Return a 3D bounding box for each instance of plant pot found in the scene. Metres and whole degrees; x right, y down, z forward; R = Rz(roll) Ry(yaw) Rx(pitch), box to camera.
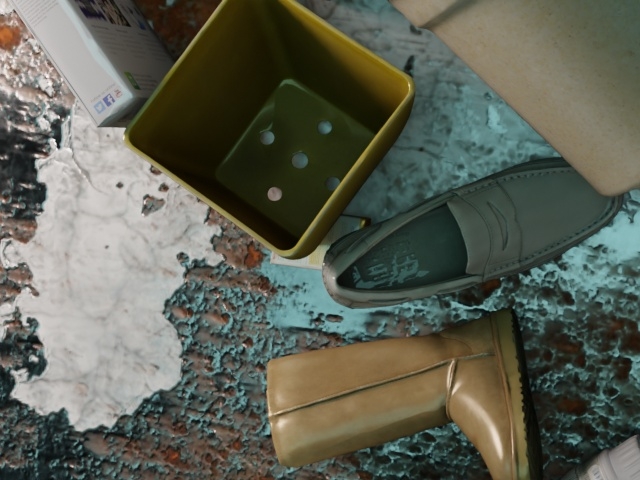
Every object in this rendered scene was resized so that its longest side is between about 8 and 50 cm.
[{"bbox_3d":[-0.037,-0.104,1.763,0.212,0.187,0.212,35,85,14],"label":"plant pot"},{"bbox_3d":[0.266,-0.224,1.658,0.334,0.334,0.305,-38,96,13],"label":"plant pot"}]

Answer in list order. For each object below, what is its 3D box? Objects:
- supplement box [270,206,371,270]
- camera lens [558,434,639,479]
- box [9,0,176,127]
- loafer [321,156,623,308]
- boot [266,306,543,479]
[{"bbox_3d":[0.000,0.000,1.857,0.098,0.036,0.062,8,95,11],"label":"supplement box"},{"bbox_3d":[0.266,0.351,1.724,0.274,0.219,0.219,-40,84,13],"label":"camera lens"},{"bbox_3d":[-0.262,-0.258,1.802,0.058,0.232,0.322,-35,85,12],"label":"box"},{"bbox_3d":[0.156,-0.003,1.769,0.319,0.111,0.112,-22,94,4],"label":"loafer"},{"bbox_3d":[0.084,0.191,1.785,0.269,0.236,0.089,-15,133,12],"label":"boot"}]
